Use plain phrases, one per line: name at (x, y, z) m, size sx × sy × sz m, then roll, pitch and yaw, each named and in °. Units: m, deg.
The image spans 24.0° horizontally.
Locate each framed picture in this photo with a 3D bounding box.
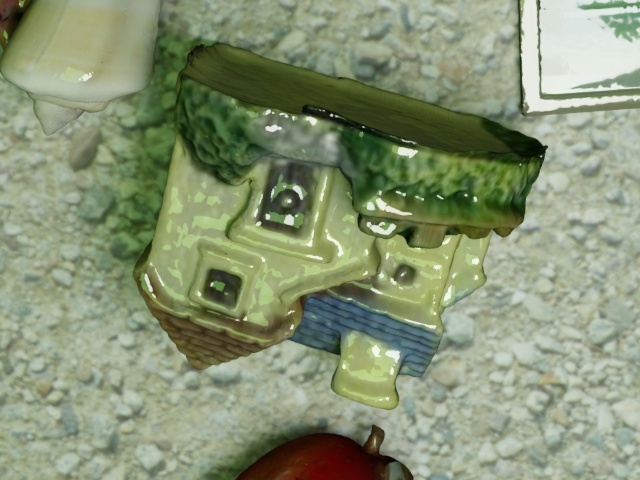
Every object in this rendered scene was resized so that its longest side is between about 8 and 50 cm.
framed picture at (0.328, -0.233, 1.319) m, size 0.315 × 0.024 × 0.232 m, roll -4°, pitch 106°, yaw 3°

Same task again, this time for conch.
conch at (-0.194, -0.210, 1.297) m, size 0.158 × 0.127 × 0.255 m, roll 22°, pitch 80°, yaw 22°

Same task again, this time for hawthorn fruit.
hawthorn fruit at (0.000, 0.256, 1.374) m, size 0.185 × 0.185 × 0.202 m, roll 35°, pitch 87°, yaw -8°

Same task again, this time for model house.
model house at (0.000, 0.000, 1.264) m, size 0.321 × 0.261 × 0.266 m, roll 17°, pitch 106°, yaw 1°
